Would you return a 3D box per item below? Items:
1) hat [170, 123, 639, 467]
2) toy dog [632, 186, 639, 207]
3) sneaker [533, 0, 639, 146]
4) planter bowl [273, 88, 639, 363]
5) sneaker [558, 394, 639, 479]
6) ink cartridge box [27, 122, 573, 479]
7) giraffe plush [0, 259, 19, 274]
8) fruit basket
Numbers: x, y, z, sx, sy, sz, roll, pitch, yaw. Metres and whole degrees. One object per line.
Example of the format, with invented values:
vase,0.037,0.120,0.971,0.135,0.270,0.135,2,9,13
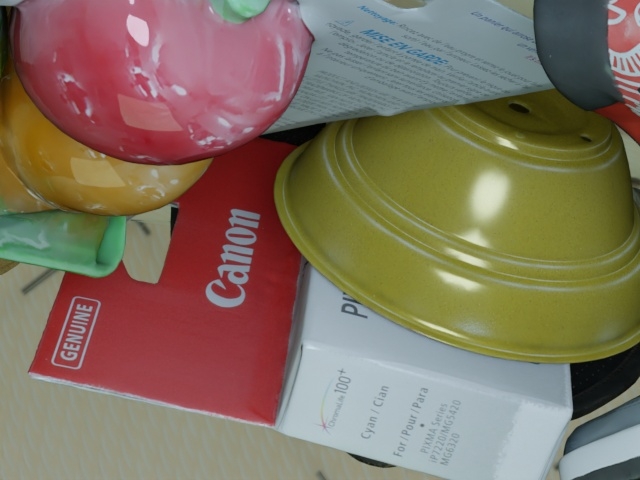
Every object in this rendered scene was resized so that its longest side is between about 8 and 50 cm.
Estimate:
hat,0.044,0.050,1.125,0.331,0.134,0.331,12,-148,-7
toy dog,0.322,0.050,1.445,0.334,0.161,0.220,12,175,-42
sneaker,0.202,-0.056,0.695,0.145,0.090,0.270,9,174,34
planter bowl,0.091,-0.037,0.947,0.217,0.090,0.217,13,-148,-8
sneaker,0.234,0.011,0.886,0.296,0.178,0.124,-24,153,14
ink cartridge box,0.000,0.000,0.995,0.261,0.066,0.296,14,-149,-4
giraffe plush,-0.242,-0.062,0.977,0.181,0.210,0.170,36,176,11
fruit basket,-0.100,-0.090,0.740,0.353,0.165,0.327,-13,165,33
